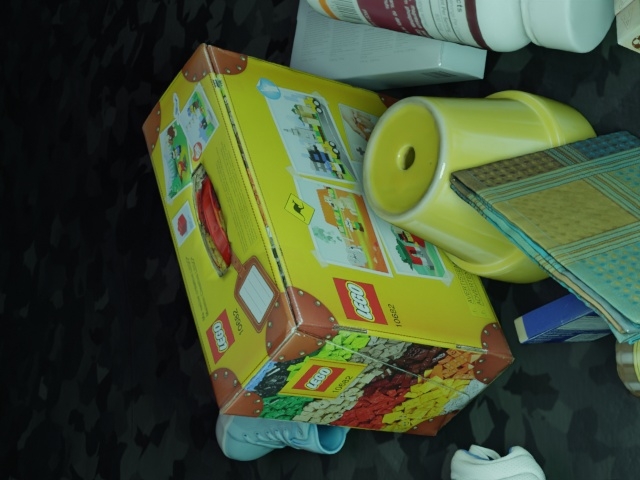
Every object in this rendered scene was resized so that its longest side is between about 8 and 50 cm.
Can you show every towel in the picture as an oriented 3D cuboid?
[{"bbox_3d":[0.348,-0.015,1.598,0.370,0.271,0.040,-133,36,-52],"label":"towel"}]

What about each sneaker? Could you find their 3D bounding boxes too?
[{"bbox_3d":[0.191,0.392,1.833,0.323,0.130,0.236,-47,29,52],"label":"sneaker"},{"bbox_3d":[-0.037,0.270,2.142,0.366,0.135,0.150,-45,44,39],"label":"sneaker"}]

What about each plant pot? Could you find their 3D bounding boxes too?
[{"bbox_3d":[0.195,-0.084,1.835,0.254,0.239,0.254,-21,63,50],"label":"plant pot"}]

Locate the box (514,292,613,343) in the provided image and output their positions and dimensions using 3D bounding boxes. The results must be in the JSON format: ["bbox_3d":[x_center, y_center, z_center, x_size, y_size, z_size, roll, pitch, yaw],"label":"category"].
[{"bbox_3d":[0.355,0.072,1.660,0.225,0.136,0.036,-29,66,46],"label":"box"}]

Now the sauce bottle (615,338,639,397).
[{"bbox_3d":[0.474,0.122,1.507,0.344,0.111,0.111,-8,75,54],"label":"sauce bottle"}]

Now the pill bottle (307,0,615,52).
[{"bbox_3d":[0.183,-0.372,1.850,0.392,0.224,0.224,16,94,29],"label":"pill bottle"}]

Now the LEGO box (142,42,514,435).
[{"bbox_3d":[0.000,0.000,1.964,0.193,0.372,0.500,-49,45,35],"label":"LEGO box"}]

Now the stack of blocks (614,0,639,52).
[{"bbox_3d":[0.430,-0.379,1.669,0.171,0.087,0.297,-41,38,52],"label":"stack of blocks"}]

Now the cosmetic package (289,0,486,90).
[{"bbox_3d":[0.110,-0.378,2.153,0.377,0.097,0.284,3,85,54],"label":"cosmetic package"}]
